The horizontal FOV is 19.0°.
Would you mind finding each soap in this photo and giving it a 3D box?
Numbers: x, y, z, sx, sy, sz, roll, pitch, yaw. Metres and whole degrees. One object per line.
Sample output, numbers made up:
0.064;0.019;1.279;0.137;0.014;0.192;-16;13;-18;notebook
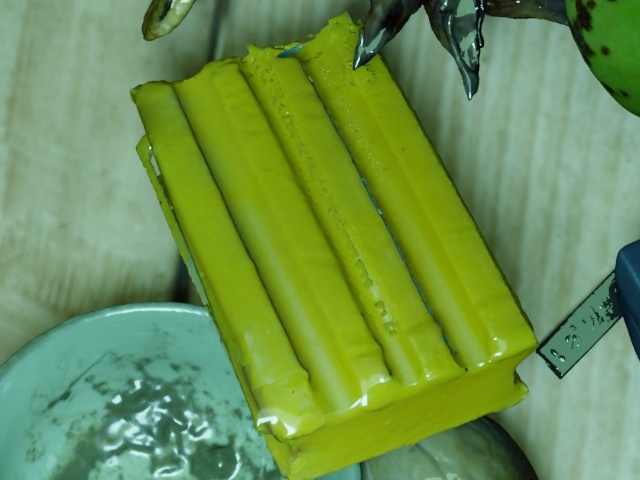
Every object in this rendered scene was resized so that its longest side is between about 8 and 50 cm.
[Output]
0.000;-0.001;1.384;0.204;0.096;0.324;-17;58;-12;soap

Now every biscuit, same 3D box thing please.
-0.069;-0.259;1.494;0.029;0.118;0.247;33;86;-14;biscuit

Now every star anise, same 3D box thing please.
0.082;-0.232;1.443;0.272;0.102;0.272;4;53;-5;star anise

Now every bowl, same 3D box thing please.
-0.118;0.202;1.389;0.289;0.146;0.289;1;55;-2;bowl

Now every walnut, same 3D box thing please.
0.088;0.189;1.397;0.162;0.140;0.140;45;88;-5;walnut

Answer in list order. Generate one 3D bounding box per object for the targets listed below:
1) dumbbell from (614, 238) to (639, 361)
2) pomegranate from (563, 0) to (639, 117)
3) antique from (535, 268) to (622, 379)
0.379;0.020;1.382;0.325;0.160;0.144;-23;123;1;dumbbell
0.292;-0.205;1.390;0.254;0.254;0.270;-37;75;-1;pomegranate
0.241;0.028;1.465;0.031;0.015;0.192;44;88;10;antique
